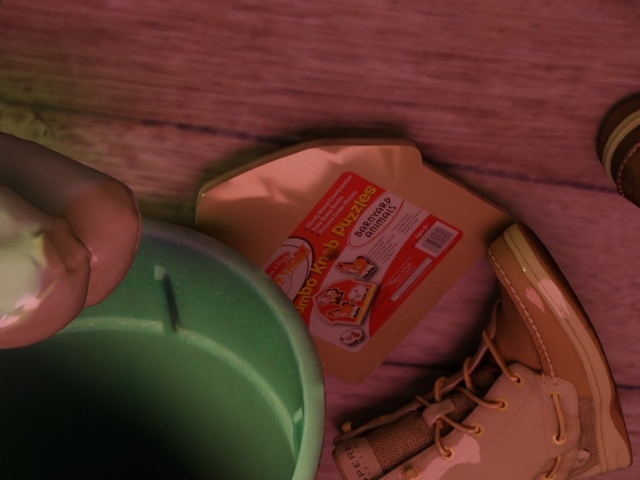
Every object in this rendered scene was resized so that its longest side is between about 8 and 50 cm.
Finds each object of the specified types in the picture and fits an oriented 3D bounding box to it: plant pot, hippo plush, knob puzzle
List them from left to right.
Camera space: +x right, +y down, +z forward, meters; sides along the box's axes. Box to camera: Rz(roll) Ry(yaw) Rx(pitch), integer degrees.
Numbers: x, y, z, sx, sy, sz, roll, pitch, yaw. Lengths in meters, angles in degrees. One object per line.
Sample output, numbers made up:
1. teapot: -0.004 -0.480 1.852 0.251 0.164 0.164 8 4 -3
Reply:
1. hippo plush: -0.225 -0.083 0.879 0.234 0.294 0.236 -11 107 -39
2. plant pot: -0.144 0.216 1.047 0.341 0.341 0.334 -15 137 -3
3. knob puzzle: 0.000 0.000 1.085 0.213 0.030 0.213 -7 129 -9

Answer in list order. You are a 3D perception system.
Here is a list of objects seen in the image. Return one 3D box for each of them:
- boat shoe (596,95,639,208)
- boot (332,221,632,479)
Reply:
1. boat shoe: 0.315 -0.034 1.096 0.257 0.095 0.095 0 127 -14
2. boot: 0.100 0.113 1.154 0.203 0.095 0.262 -23 139 3
